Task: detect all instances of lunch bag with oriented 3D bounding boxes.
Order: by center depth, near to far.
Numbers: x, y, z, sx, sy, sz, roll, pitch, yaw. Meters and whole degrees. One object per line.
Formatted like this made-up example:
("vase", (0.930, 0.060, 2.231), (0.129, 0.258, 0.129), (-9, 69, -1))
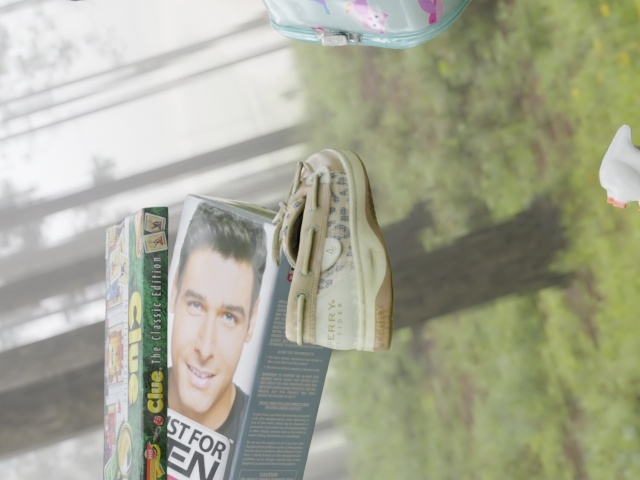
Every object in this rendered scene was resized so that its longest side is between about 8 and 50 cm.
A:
("lunch bag", (0.074, -0.294, 1.736), (0.224, 0.279, 0.108), (11, 141, 34))

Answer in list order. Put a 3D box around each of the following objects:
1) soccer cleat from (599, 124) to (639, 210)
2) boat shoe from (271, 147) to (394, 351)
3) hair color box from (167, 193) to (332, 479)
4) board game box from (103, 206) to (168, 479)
("soccer cleat", (0.347, -0.051, 1.633), (0.068, 0.196, 0.076), (-132, 55, -78))
("boat shoe", (0.000, 0.000, 1.540), (0.285, 0.089, 0.104), (-108, 15, -65))
("hair color box", (-0.096, 0.152, 2.032), (0.185, 0.113, 0.374), (19, 98, 47))
("board game box", (-0.171, 0.107, 1.684), (0.136, 0.030, 0.260), (158, 113, -64))
